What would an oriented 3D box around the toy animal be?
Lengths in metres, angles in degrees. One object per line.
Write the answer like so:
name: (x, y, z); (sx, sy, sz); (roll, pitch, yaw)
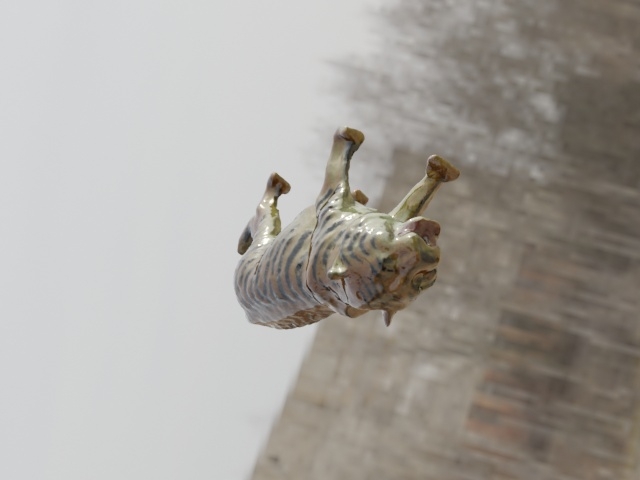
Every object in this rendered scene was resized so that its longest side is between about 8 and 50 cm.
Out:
toy animal: (0.000, 0.000, 0.967); (0.241, 0.057, 0.099); (-17, 42, 61)
